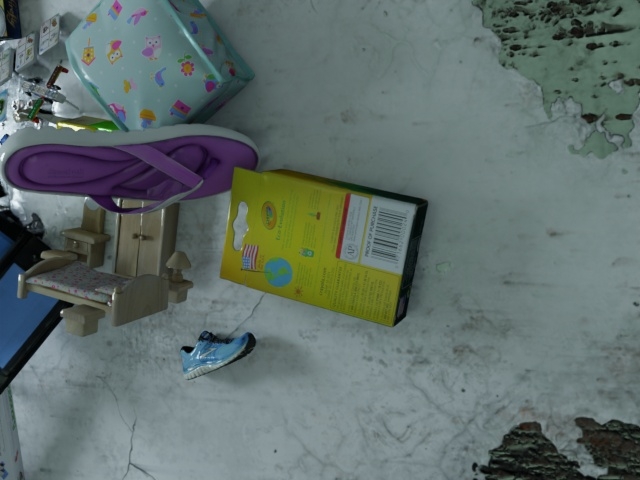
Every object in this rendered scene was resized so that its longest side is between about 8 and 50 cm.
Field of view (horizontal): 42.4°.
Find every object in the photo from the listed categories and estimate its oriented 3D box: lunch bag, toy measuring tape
[{"bbox_3d":[-0.279,-0.308,1.378,0.223,0.160,0.262,-38,89,23],"label":"lunch bag"},{"bbox_3d":[-0.439,-0.166,1.496,0.330,0.121,0.122,14,103,33],"label":"toy measuring tape"}]

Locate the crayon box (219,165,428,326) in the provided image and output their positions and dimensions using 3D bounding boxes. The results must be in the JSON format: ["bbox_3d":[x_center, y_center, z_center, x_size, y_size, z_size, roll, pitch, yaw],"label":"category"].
[{"bbox_3d":[0.000,0.000,1.351,0.318,0.081,0.202,15,103,19],"label":"crayon box"}]

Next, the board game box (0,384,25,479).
[{"bbox_3d":[-0.706,0.384,1.636,0.192,0.053,0.306,0,113,-3],"label":"board game box"}]

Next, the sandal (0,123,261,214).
[{"bbox_3d":[-0.295,-0.097,1.324,0.169,0.415,0.102,112,148,-48],"label":"sandal"}]

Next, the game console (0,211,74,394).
[{"bbox_3d":[-0.629,0.101,1.511,0.250,0.173,0.293,35,81,15],"label":"game console"}]

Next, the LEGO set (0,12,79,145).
[{"bbox_3d":[-0.527,-0.277,1.506,0.182,0.060,0.244,-25,55,23],"label":"LEGO set"}]

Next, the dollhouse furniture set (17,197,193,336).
[{"bbox_3d":[-0.391,0.004,1.362,0.303,0.355,0.174,12,102,21],"label":"dollhouse furniture set"}]

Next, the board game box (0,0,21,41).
[{"bbox_3d":[-0.657,-0.499,1.564,0.164,0.042,0.244,-1,97,21],"label":"board game box"}]

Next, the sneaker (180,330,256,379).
[{"bbox_3d":[-0.190,0.193,1.468,0.162,0.063,0.073,-24,85,23],"label":"sneaker"}]
